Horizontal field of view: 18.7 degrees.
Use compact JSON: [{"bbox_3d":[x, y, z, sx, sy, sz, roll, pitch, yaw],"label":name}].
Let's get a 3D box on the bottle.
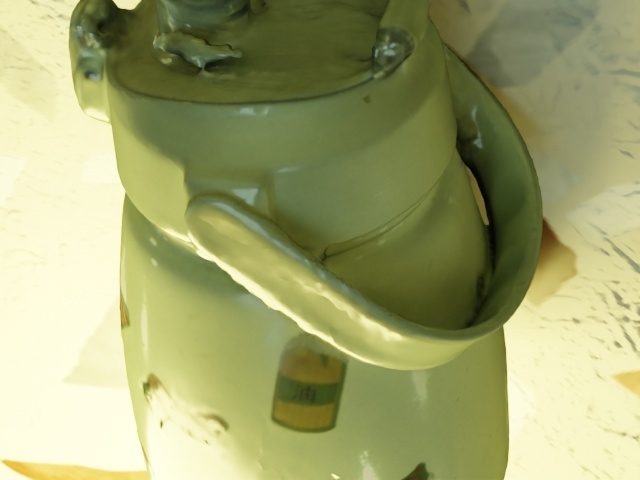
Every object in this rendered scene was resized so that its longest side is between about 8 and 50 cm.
[{"bbox_3d":[0.000,0.000,0.991,0.229,0.229,0.351,8,133,15],"label":"bottle"}]
